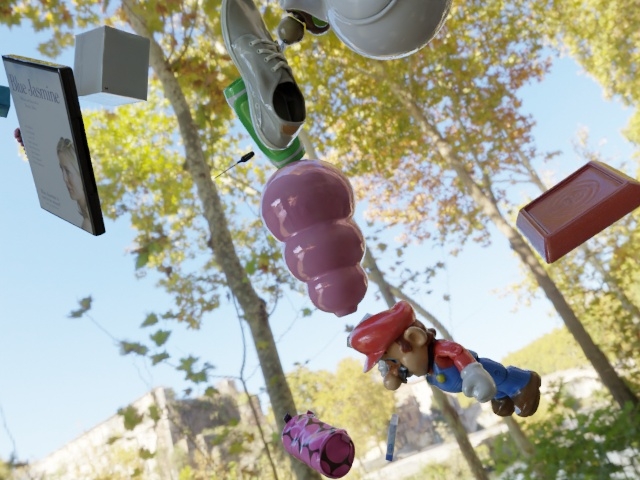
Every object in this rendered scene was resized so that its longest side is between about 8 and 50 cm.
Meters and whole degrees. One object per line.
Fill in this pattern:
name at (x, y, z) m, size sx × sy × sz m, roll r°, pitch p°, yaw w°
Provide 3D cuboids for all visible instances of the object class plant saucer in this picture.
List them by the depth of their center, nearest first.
plant saucer at (0.575, -0.082, 1.294) m, size 0.258 × 0.047 × 0.259 m, roll -37°, pitch 16°, yaw 15°

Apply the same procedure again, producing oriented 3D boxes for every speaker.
speaker at (-0.169, -0.364, 1.759) m, size 0.131 × 0.131 × 0.296 m, roll -27°, pitch -66°, yaw 19°

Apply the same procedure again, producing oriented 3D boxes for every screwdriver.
screwdriver at (-0.278, -0.244, 1.833) m, size 0.170 × 0.025 × 0.024 m, roll -34°, pitch 27°, yaw -31°

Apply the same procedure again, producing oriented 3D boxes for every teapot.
teapot at (0.103, -0.444, 0.990) m, size 0.256 × 0.252 × 0.187 m, roll -54°, pitch -21°, yaw 23°

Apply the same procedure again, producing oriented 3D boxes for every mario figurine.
mario figurine at (0.196, 0.236, 0.983) m, size 0.321 × 0.170 × 0.198 m, roll 23°, pitch -54°, yaw 1°

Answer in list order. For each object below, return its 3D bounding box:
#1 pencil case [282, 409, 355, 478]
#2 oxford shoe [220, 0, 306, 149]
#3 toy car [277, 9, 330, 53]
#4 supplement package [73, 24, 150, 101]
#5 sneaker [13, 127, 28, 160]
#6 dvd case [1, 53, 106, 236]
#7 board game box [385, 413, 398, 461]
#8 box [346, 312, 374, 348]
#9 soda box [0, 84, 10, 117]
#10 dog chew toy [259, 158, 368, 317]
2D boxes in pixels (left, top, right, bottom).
pencil case at (-0.005, 0.405, 1.150) m, size 0.098 × 0.095 × 0.209 m, roll -50°, pitch 16°, yaw -20°
oxford shoe at (-0.141, -0.467, 1.522) m, size 0.169 × 0.449 × 0.130 m, roll -13°, pitch -6°, yaw -44°
toy car at (-0.067, -0.622, 1.702) m, size 0.188 × 0.149 × 0.155 m, roll -55°, pitch 9°, yaw 15°
supplement package at (-0.635, -0.521, 1.729) m, size 0.203 × 0.194 × 0.149 m, roll 8°, pitch 4°, yaw 43°
sneaker at (-0.730, -0.239, 1.465) m, size 0.057 × 0.047 × 0.119 m, roll -13°, pitch -57°, yaw 13°
dvd case at (-0.403, -0.144, 0.865) m, size 0.022 × 0.180 × 0.252 m, roll -28°, pitch -52°, yaw -42°
board game box at (0.178, 0.488, 1.420) m, size 0.020 × 0.090 × 0.090 m, roll 8°, pitch 1°, yaw 11°
box at (0.187, 0.273, 1.605) m, size 0.186 × 0.038 × 0.145 m, roll 11°, pitch 28°, yaw 24°
soda box at (-0.997, -0.410, 1.613) m, size 0.210 × 0.071 × 0.067 m, roll 4°, pitch -27°, yaw -36°
dog chew toy at (0.000, 0.000, 1.199) m, size 0.207 × 0.331 × 0.206 m, roll -19°, pitch -11°, yaw -4°
